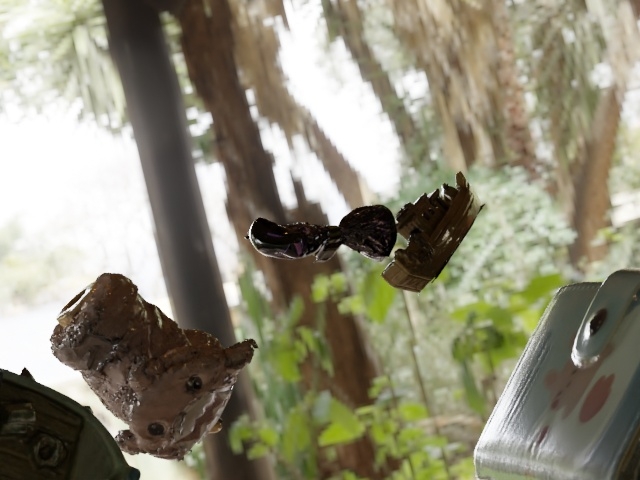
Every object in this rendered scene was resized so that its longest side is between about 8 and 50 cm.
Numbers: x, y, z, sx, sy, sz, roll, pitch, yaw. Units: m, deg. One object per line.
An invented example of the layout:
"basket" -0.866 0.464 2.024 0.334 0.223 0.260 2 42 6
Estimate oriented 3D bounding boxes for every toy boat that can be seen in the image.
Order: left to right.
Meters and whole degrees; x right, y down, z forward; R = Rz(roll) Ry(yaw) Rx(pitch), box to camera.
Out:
"toy boat" -0.177 0.102 0.745 0.173 0.069 0.058 29 -29 -30
"toy boat" 0.116 -0.014 1.476 0.064 0.072 0.206 -46 4 37

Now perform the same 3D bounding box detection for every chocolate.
"chocolate" 0.002 0.000 1.405 0.147 0.070 0.072 -11 6 -21

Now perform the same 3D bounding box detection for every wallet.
"wallet" 0.268 0.138 1.310 0.083 0.252 0.360 32 -10 -10

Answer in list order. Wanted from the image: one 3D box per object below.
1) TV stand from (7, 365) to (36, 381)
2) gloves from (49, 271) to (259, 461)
"TV stand" -0.297 0.176 1.065 0.249 0.042 0.036 -39 6 29
"gloves" -0.123 0.091 0.966 0.144 0.110 0.094 26 18 -10
